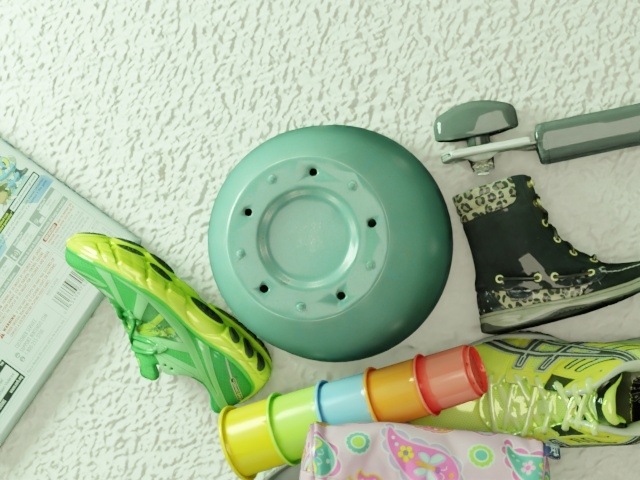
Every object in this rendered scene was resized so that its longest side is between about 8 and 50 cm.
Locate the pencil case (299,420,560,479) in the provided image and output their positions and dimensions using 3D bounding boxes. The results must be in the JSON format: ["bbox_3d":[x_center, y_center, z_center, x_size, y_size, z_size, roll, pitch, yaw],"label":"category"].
[{"bbox_3d":[0.119,0.269,1.720,0.284,0.124,0.124,6,89,0],"label":"pencil case"}]

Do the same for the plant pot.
[{"bbox_3d":[0.000,0.000,1.783,0.293,0.235,0.293,0,88,8],"label":"plant pot"}]

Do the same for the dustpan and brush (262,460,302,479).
[{"bbox_3d":[-0.058,0.335,1.868,0.211,0.060,0.147,-7,88,8],"label":"dustpan and brush"}]

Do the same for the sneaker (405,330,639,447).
[{"bbox_3d":[0.281,0.172,1.784,0.384,0.147,0.145,-10,89,10],"label":"sneaker"}]

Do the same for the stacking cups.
[{"bbox_3d":[0.036,0.188,1.797,0.316,0.096,0.096,-22,86,20],"label":"stacking cups"}]

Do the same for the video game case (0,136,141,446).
[{"bbox_3d":[-0.435,0.048,1.941,0.300,0.036,0.329,36,94,7],"label":"video game case"}]

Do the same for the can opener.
[{"bbox_3d":[0.274,-0.132,1.829,0.280,0.074,0.093,-7,87,7],"label":"can opener"}]

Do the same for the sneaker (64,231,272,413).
[{"bbox_3d":[-0.198,0.102,1.857,0.295,0.109,0.123,39,101,-4],"label":"sneaker"}]

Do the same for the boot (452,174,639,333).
[{"bbox_3d":[0.281,0.000,1.821,0.236,0.085,0.179,-16,81,2],"label":"boot"}]
